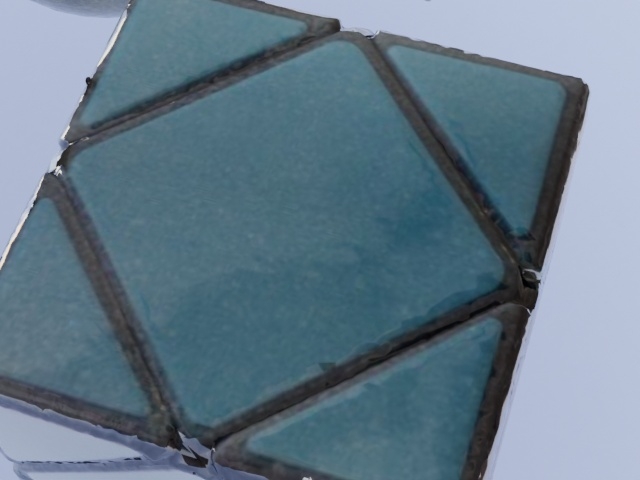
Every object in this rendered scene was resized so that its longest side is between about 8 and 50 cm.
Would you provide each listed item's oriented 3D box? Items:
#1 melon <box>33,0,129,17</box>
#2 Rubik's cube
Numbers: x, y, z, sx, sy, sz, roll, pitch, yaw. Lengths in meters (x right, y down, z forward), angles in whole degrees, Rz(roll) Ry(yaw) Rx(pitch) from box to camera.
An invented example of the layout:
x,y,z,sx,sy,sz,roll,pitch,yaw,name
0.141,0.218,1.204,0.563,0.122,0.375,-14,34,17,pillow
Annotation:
x,y,z,sx,sy,sz,roll,pitch,yaw,name
-0.131,-0.260,0.764,0.237,0.237,0.302,37,-156,-11,melon
-0.011,0.038,0.555,0.205,0.207,0.205,15,-116,11,Rubik's cube
